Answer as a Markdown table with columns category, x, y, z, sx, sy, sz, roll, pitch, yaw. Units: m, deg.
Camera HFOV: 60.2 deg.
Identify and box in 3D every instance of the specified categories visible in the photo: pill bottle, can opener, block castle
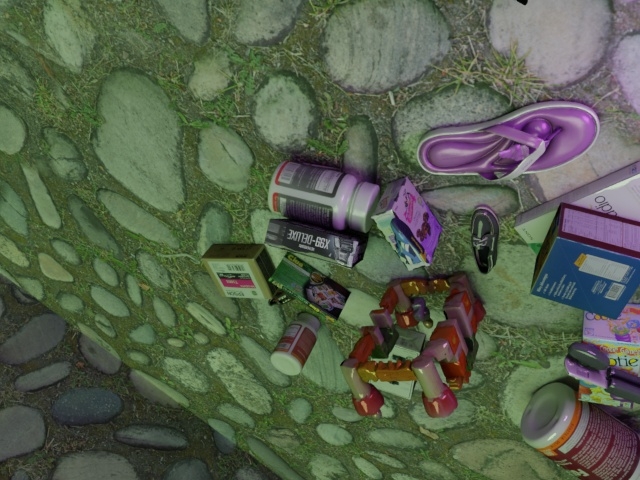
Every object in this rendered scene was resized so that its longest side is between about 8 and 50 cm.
| category | x | y | z | sx | sy | sz | roll | pitch | yaw |
| --- | --- | --- | --- | --- | --- | --- | --- | --- | --- |
| pill bottle | 0.012 | -0.119 | 1.545 | 0.283 | 0.161 | 0.161 | 15 | 135 | 16 |
| can opener | 0.767 | 0.357 | 1.420 | 0.281 | 0.074 | 0.093 | 23 | 135 | 6 |
| pill bottle | 0.854 | 0.643 | 1.734 | 0.392 | 0.224 | 0.224 | 34 | 137 | -3 |
| block castle | 0.284 | 0.300 | 1.576 | 0.303 | 0.453 | 0.212 | -11 | 116 | 34 |
| pill bottle | -0.084 | 0.371 | 2.006 | 0.121 | 0.216 | 0.121 | 16 | 135 | 17 |

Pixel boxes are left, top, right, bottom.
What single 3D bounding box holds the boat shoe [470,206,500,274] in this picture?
| category | x | y | z | sx | sy | sz | roll | pitch | yaw |
| --- | --- | --- | --- | --- | --- | --- | --- | --- | --- |
| boat shoe | 0.443 | 0.004 | 1.490 | 0.075 | 0.065 | 0.206 | 4 | 130 | 26 |

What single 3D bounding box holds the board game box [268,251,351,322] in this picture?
| category | x | y | z | sx | sy | sz | roll | pitch | yaw |
| --- | --- | --- | --- | --- | --- | --- | --- | --- | --- |
| board game box | -0.033 | 0.154 | 1.838 | 0.260 | 0.136 | 0.030 | 34 | 140 | -2 |

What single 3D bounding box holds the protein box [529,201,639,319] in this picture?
| category | x | y | z | sx | sy | sz | roll | pitch | yaw |
| --- | --- | --- | --- | --- | --- | --- | --- | --- | --- |
| protein box | 0.629 | 0.048 | 1.295 | 0.201 | 0.136 | 0.199 | 17 | 136 | 15 |

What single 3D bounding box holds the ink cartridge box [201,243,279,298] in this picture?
| category | x | y | z | sx | sy | sz | roll | pitch | yaw |
| --- | --- | --- | --- | --- | --- | --- | --- | --- | --- |
| ink cartridge box | -0.281 | 0.111 | 1.971 | 0.235 | 0.088 | 0.193 | -1 | 127 | 29 |

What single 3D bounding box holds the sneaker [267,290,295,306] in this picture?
| category | x | y | z | sx | sy | sz | roll | pitch | yaw |
| --- | --- | --- | --- | --- | --- | --- | --- | --- | --- |
| sneaker | -0.129 | 0.210 | 1.993 | 0.158 | 0.065 | 0.061 | -24 | 115 | 41 |

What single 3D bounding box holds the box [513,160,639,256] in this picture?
| category | x | y | z | sx | sy | sz | roll | pitch | yaw |
| --- | --- | --- | --- | --- | --- | --- | --- | --- | --- |
| box | 0.675 | -0.026 | 1.341 | 0.232 | 0.058 | 0.322 | 45 | 137 | -15 |

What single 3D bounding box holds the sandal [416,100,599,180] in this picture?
| category | x | y | z | sx | sy | sz | roll | pitch | yaw |
| --- | --- | --- | --- | --- | --- | --- | --- | --- | --- |
| sandal | 0.421 | -0.204 | 1.285 | 0.417 | 0.102 | 0.169 | -7 | 125 | 33 |

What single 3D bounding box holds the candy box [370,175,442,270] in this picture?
| category | x | y | z | sx | sy | sz | roll | pitch | yaw |
| --- | --- | --- | --- | --- | --- | --- | --- | --- | --- |
| candy box | 0.236 | -0.047 | 1.485 | 0.070 | 0.164 | 0.196 | -20 | 117 | 38 |

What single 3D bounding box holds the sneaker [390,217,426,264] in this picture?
| category | x | y | z | sx | sy | sz | roll | pitch | yaw |
| --- | --- | --- | --- | --- | --- | --- | --- | --- | --- |
| sneaker | 0.209 | 0.007 | 1.390 | 0.059 | 0.053 | 0.144 | -23 | 114 | 32 |

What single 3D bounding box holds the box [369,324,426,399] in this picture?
| category | x | y | z | sx | sy | sz | roll | pitch | yaw |
| --- | --- | --- | --- | --- | --- | --- | --- | --- | --- |
| box | 0.267 | 0.429 | 1.961 | 0.169 | 0.087 | 0.289 | 14 | 134 | 17 |

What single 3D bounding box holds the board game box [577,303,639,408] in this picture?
| category | x | y | z | sx | sy | sz | roll | pitch | yaw |
| --- | --- | --- | --- | --- | --- | --- | --- | --- | --- |
| board game box | 0.796 | 0.315 | 1.525 | 0.144 | 0.142 | 0.275 | 4 | 130 | 26 |

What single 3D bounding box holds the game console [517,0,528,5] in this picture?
| category | x | y | z | sx | sy | sz | roll | pitch | yaw |
| --- | --- | --- | --- | --- | --- | --- | --- | --- | --- |
| game console | 0.349 | -0.520 | 1.057 | 0.107 | 0.071 | 0.122 | 8 | 132 | 22 |

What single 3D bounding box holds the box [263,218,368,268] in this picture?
| category | x | y | z | sx | sy | sz | roll | pitch | yaw |
| --- | --- | --- | --- | --- | --- | --- | --- | --- | --- |
| box | 0.000 | 0.000 | 1.561 | 0.243 | 0.307 | 0.076 | 15 | 95 | 9 |
